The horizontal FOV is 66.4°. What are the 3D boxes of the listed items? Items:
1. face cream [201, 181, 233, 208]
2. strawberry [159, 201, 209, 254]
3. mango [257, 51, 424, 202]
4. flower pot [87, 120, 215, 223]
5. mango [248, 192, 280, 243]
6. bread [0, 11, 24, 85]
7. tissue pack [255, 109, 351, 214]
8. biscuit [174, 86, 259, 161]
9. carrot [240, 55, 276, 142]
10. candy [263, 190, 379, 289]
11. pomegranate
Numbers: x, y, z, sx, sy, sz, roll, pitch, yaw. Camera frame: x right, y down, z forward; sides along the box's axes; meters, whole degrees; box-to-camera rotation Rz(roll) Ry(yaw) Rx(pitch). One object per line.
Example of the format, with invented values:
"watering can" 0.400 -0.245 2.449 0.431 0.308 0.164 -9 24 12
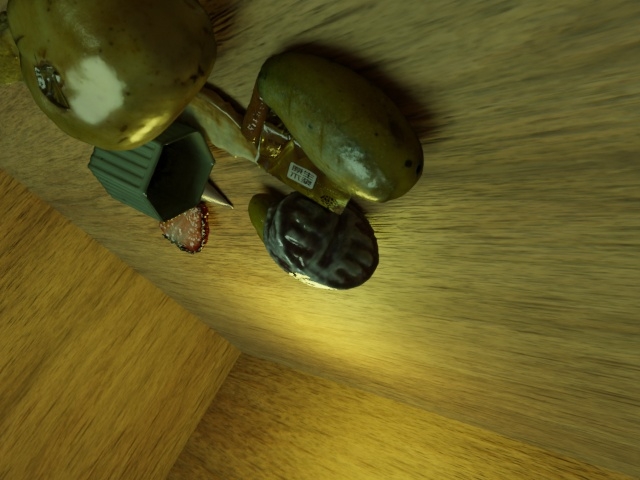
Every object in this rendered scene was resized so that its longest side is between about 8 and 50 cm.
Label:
"face cream" -0.384 -0.167 1.444 0.154 0.096 0.274 12 163 29
"strawberry" -0.436 -0.069 1.670 0.190 0.111 0.236 43 131 -2
"mango" 0.034 -0.202 0.830 0.176 0.175 0.329 -41 87 32
"flower pot" -0.401 -0.182 1.180 0.190 0.239 0.209 24 126 21
"mango" -0.089 -0.023 1.327 0.262 0.130 0.167 38 152 -6
"bread" -0.808 -0.420 1.236 0.263 0.236 0.198 12 149 36
"tissue pack" -0.019 -0.168 1.020 0.226 0.092 0.183 29 155 0
"biscuit" -0.270 -0.285 1.131 0.309 0.040 0.204 21 154 23
"carrot" -0.116 -0.281 0.959 0.057 0.057 0.224 31 150 -1
"candy" 0.000 0.000 1.160 0.289 0.214 0.157 32 162 -24
"pomegranate" -0.338 -0.322 0.831 0.332 0.332 0.332 25 155 12
